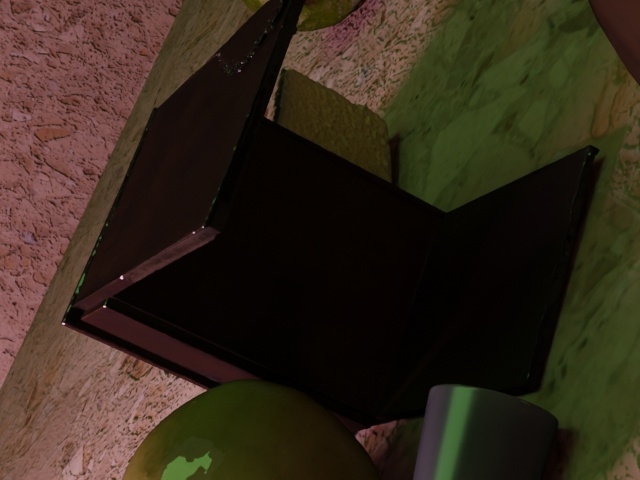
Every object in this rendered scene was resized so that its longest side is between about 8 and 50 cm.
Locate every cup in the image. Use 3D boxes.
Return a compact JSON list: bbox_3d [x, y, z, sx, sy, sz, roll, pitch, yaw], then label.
[{"bbox_3d":[0.094,0.137,0.843,0.100,0.078,0.077,65,-141,-68],"label":"cup"}]

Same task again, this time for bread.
[{"bbox_3d":[-0.033,-0.011,1.292,0.178,0.135,0.240,-48,25,39],"label":"bread"}]

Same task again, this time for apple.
[{"bbox_3d":[-0.048,0.187,0.976,0.200,0.200,0.200,-53,20,29],"label":"apple"}]

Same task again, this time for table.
[{"bbox_3d":[0.000,0.000,1.000,0.282,0.251,0.196,-27,39,61],"label":"table"}]

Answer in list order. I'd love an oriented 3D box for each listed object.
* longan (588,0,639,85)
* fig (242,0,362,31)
[{"bbox_3d":[0.235,-0.161,0.440,0.404,0.336,0.404,174,90,-76],"label":"longan"},{"bbox_3d":[-0.008,-0.319,1.698,0.235,0.203,0.203,66,-140,-60],"label":"fig"}]
